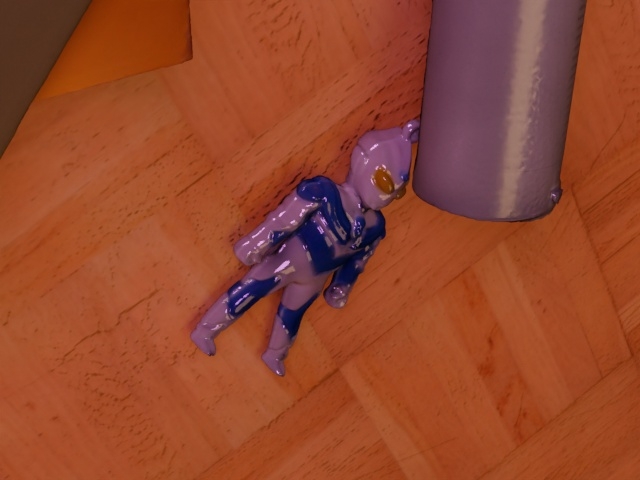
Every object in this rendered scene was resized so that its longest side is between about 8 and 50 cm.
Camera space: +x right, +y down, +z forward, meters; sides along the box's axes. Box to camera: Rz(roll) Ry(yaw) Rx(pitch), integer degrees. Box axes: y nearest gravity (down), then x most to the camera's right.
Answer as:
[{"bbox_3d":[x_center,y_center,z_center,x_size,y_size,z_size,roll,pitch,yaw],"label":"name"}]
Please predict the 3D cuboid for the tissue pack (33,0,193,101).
[{"bbox_3d":[-0.186,-0.214,0.709,0.194,0.145,0.274,-19,129,-26],"label":"tissue pack"}]

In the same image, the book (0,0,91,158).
[{"bbox_3d":[-0.193,-0.153,0.625,0.239,0.035,0.352,20,107,-44],"label":"book"}]

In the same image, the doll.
[{"bbox_3d":[0.000,0.000,1.050,0.114,0.057,0.227,25,106,-39],"label":"doll"}]

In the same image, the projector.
[{"bbox_3d":[0.129,-0.183,0.948,0.108,0.108,0.337,-10,118,-30],"label":"projector"}]
